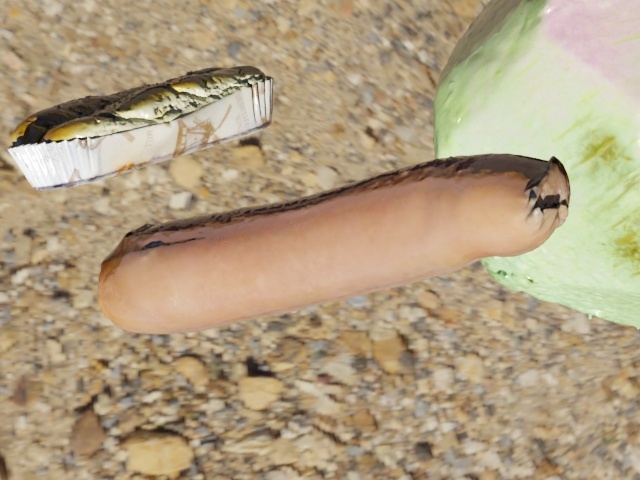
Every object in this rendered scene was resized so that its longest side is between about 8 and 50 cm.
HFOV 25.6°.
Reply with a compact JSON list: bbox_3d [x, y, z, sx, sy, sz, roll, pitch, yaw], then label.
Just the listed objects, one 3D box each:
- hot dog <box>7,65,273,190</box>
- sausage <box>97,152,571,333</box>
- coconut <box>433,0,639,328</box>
[{"bbox_3d":[-0.166,-0.111,1.323,0.144,0.268,0.075,7,114,50],"label":"hot dog"},{"bbox_3d":[0.000,0.001,0.470,0.176,0.047,0.040,-12,74,28],"label":"sausage"},{"bbox_3d":[0.177,-0.061,0.654,0.236,0.204,0.236,16,124,25],"label":"coconut"}]
